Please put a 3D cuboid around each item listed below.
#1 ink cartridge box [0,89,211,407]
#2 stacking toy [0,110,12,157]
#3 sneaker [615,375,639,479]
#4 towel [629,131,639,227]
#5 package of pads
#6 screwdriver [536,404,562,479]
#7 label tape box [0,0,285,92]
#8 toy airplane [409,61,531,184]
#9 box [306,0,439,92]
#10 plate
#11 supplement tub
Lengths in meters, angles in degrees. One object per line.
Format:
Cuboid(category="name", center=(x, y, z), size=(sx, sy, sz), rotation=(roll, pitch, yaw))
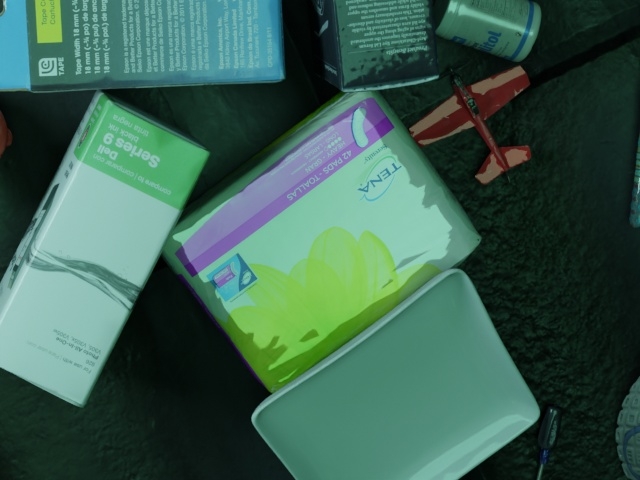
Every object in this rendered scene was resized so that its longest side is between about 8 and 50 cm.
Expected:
Cuboid(category="ink cartridge box", center=(-0.236, 0.002, 1.793), size=(0.121, 0.211, 0.289), rotation=(26, 92, -13))
Cuboid(category="stacking toy", center=(-0.497, -0.112, 1.810), size=(0.309, 0.130, 0.279), rotation=(40, 116, -10))
Cuboid(category="sneaker", center=(0.431, 0.278, 2.025), size=(0.129, 0.111, 0.297), rotation=(-18, 105, -23))
Cuboid(category="towel", center=(0.500, -0.187, 1.992), size=(0.271, 0.040, 0.370), rotation=(5, 98, -11))
Cuboid(category="package of pads", center=(0.000, 0.000, 1.893), size=(0.296, 0.101, 0.229), rotation=(-37, 102, -3))
Cuboid(category="screwdriver", center=(0.257, 0.272, 2.023), size=(0.025, 0.024, 0.170), rotation=(-3, 107, -39))
Cuboid(category="label tape box", center=(-0.211, -0.279, 1.812), size=(0.334, 0.106, 0.240), rotation=(-3, 98, -9))
Cuboid(category="toy airplane", center=(0.178, -0.127, 1.944), size=(0.151, 0.028, 0.151), rotation=(-1, 99, -9))
Cuboid(category="box", center=(0.047, -0.270, 1.831), size=(0.108, 0.153, 0.207), rotation=(-9, 105, -9))
Cuboid(category="plate", center=(0.083, 0.184, 1.918), size=(0.278, 0.045, 0.277), rotation=(-35, 130, -4))
Cuboid(category="supplement tub", center=(0.181, -0.243, 1.907), size=(0.107, 0.071, 0.071), rotation=(16, 95, -12))
